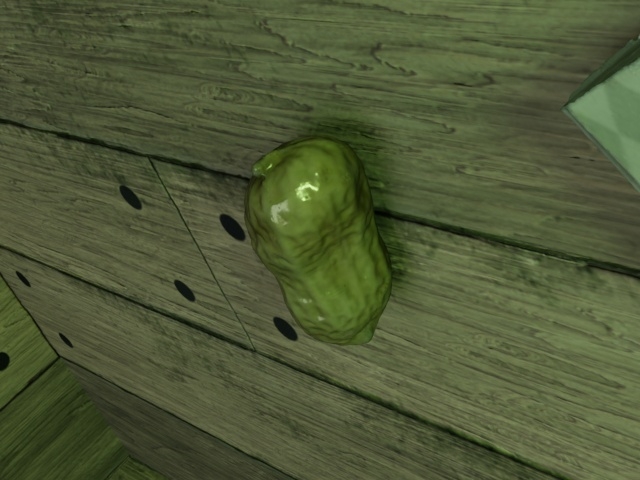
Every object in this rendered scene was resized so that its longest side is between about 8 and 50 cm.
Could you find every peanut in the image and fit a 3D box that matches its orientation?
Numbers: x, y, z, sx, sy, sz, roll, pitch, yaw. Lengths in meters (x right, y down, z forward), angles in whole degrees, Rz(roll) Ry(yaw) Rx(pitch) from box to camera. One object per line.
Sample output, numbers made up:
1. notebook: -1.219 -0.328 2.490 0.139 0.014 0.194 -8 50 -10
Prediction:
1. peanut: -0.003 -0.008 1.143 0.291 0.143 0.159 68 179 -46

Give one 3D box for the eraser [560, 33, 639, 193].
1. eraser: 0.368 -0.004 0.685 0.397 0.082 0.213 47 154 -4
